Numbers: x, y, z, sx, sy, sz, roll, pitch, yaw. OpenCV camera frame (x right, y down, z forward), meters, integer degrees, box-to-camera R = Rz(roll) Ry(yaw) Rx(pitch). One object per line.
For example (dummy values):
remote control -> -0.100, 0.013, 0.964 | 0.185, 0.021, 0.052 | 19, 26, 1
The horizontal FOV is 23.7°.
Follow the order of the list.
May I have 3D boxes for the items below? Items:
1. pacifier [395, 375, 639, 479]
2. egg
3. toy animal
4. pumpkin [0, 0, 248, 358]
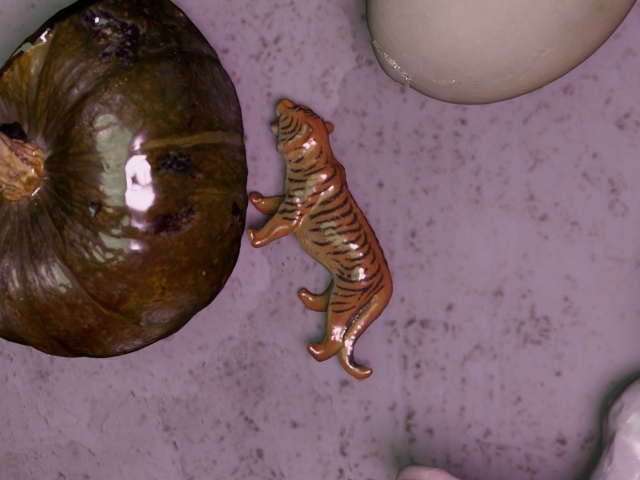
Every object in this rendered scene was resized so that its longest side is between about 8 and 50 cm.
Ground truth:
pacifier -> 0.204, 0.236, 1.132 | 0.332, 0.220, 0.273 | 17, 103, 45
egg -> 0.142, -0.209, 1.128 | 0.253, 0.186, 0.186 | -44, 78, 18
toy animal -> 0.000, 0.000, 1.285 | 0.099, 0.057, 0.241 | -29, 83, 23
pumpkin -> -0.185, -0.029, 1.256 | 0.232, 0.242, 0.325 | 48, 116, 29
